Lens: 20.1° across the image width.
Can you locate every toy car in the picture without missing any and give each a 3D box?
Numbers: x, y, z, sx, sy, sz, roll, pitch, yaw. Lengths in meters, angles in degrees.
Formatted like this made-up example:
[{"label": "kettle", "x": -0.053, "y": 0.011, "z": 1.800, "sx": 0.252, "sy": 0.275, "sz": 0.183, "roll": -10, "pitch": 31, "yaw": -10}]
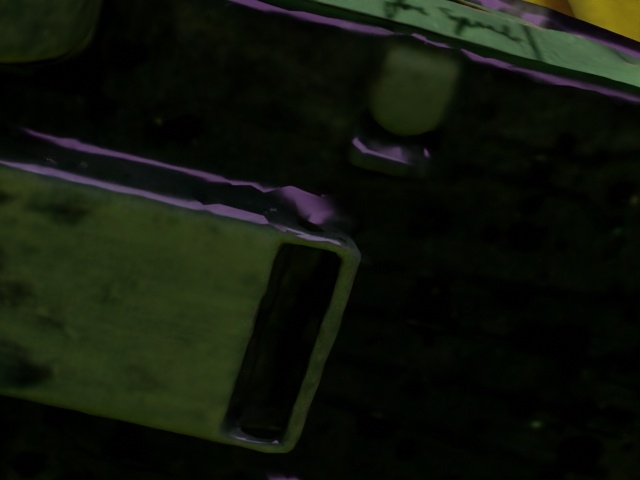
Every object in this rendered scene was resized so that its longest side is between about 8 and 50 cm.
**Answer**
[{"label": "toy car", "x": 0.000, "y": 0.000, "z": 0.404, "sx": 0.305, "sy": 0.136, "sz": 0.125, "roll": 12, "pitch": 29, "yaw": -11}]

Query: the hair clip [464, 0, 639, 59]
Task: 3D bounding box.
[{"label": "hair clip", "x": 0.026, "y": -0.044, "z": 0.515, "sx": 0.358, "sy": 0.095, "sz": 0.110, "roll": 10, "pitch": 78, "yaw": 0}]
